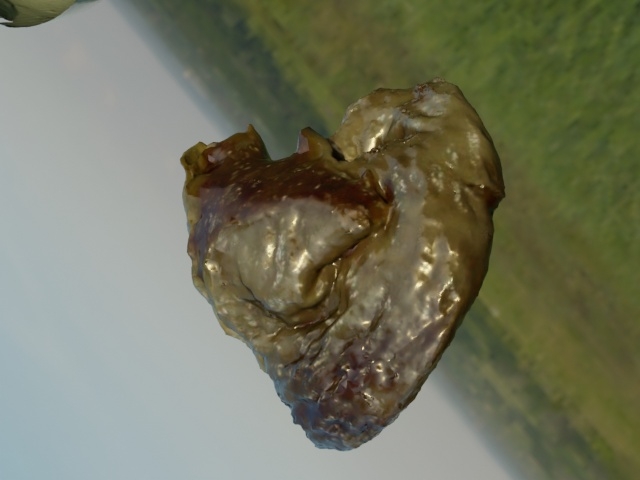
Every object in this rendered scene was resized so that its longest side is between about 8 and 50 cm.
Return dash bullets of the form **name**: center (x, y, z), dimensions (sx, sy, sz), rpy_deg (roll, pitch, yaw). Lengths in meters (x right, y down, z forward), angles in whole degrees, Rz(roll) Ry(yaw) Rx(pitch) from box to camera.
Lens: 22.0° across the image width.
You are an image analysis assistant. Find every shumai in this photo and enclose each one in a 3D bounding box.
- **shumai**: center (0.007, 0.010, 0.630), dimensions (0.123, 0.105, 0.139), rpy_deg (172, 92, -68)

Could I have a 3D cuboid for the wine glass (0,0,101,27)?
- **wine glass**: center (-0.181, -0.242, 1.229), dimensions (0.143, 0.143, 0.321), rpy_deg (50, -165, -9)
